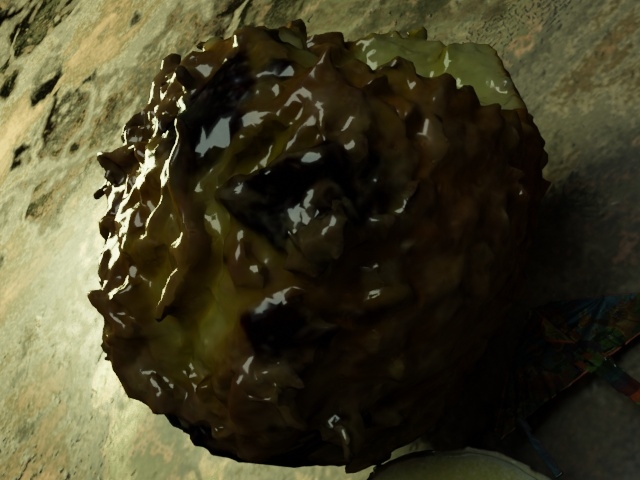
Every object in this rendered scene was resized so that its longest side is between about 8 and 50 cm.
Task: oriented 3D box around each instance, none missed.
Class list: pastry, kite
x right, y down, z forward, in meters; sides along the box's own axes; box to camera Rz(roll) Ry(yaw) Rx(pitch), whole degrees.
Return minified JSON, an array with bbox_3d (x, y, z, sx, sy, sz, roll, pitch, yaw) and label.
[{"bbox_3d":[-0.001,0.011,0.650,0.292,0.405,0.338,21,110,12],"label":"pastry"},{"bbox_3d":[0.190,0.079,0.637,0.183,0.010,0.160,-36,28,-3],"label":"kite"}]

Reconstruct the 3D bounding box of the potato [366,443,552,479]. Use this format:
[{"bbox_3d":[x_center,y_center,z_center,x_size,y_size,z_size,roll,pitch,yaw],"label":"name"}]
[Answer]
[{"bbox_3d":[0.102,0.231,0.592,0.200,0.081,0.164,23,64,45],"label":"potato"}]
